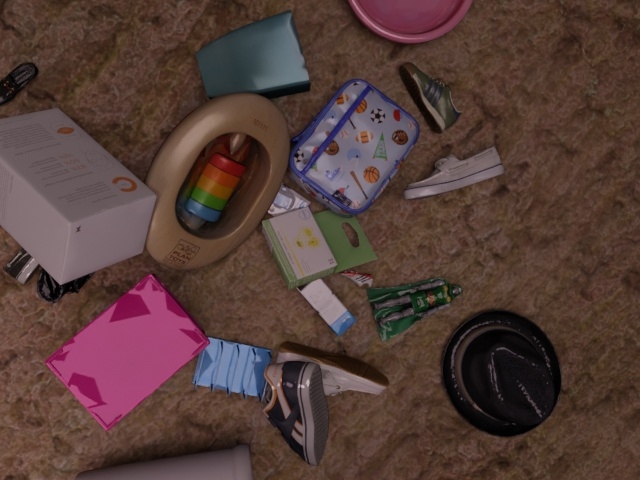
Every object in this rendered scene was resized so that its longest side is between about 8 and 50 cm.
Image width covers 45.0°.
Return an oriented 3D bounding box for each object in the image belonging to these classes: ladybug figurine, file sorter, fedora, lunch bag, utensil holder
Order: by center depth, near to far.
[{"bbox_3d":[-0.332,0.639,1.711,0.386,0.327,0.327,-5,93,-6],"label":"utensil holder"},{"bbox_3d":[-0.253,-0.137,1.734,0.305,0.162,0.449,28,99,-40],"label":"ladybug figurine"},{"bbox_3d":[-0.426,0.239,1.748,0.291,0.182,0.202,-40,96,-6],"label":"file sorter"},{"bbox_3d":[-0.206,0.307,1.822,0.170,0.104,0.118,13,91,-9],"label":"file sorter"},{"bbox_3d":[0.067,-0.215,1.824,0.243,0.115,0.303,38,80,-4],"label":"lunch bag"},{"bbox_3d":[0.469,0.338,1.898,0.334,0.152,0.334,0,92,-9],"label":"fedora"}]

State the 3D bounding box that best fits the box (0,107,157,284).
[{"bbox_3d":[-0.545,-0.102,1.609,0.345,0.215,0.168,39,128,22],"label":"box"}]

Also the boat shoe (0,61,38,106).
[{"bbox_3d":[-0.700,-0.356,1.753,0.133,0.042,0.049,-42,99,-3],"label":"boat shoe"}]

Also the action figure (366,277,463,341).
[{"bbox_3d":[0.244,0.151,1.906,0.232,0.063,0.137,-17,94,-10],"label":"action figure"}]

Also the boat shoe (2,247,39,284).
[{"bbox_3d":[-0.639,-0.004,1.759,0.070,0.078,0.219,37,89,-9],"label":"boat shoe"}]

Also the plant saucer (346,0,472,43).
[{"bbox_3d":[0.207,-0.634,1.852,0.332,0.084,0.332,0,92,-9],"label":"plant saucer"}]

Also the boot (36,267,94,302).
[{"bbox_3d":[-0.519,0.027,1.712,0.094,0.207,0.246,38,86,-8],"label":"boot"}]

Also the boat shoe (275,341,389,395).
[{"bbox_3d":[0.025,0.329,1.864,0.277,0.098,0.096,17,102,5],"label":"boat shoe"}]

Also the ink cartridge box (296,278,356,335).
[{"bbox_3d":[0.000,0.137,1.844,0.060,0.104,0.180,-41,98,-4],"label":"ink cartridge box"}]

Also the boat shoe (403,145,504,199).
[{"bbox_3d":[0.320,-0.167,1.885,0.268,0.096,0.088,-17,91,-8],"label":"boat shoe"}]

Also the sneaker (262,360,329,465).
[{"bbox_3d":[-0.056,0.399,1.813,0.128,0.126,0.321,6,127,16],"label":"sneaker"}]

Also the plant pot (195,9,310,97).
[{"bbox_3d":[-0.156,-0.403,1.773,0.234,0.166,0.165,-15,94,-1],"label":"plant pot"}]

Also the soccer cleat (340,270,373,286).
[{"bbox_3d":[0.089,0.095,1.895,0.083,0.029,0.035,9,87,-13],"label":"soccer cleat"}]

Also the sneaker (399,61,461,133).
[{"bbox_3d":[0.275,-0.362,1.888,0.086,0.064,0.192,-33,97,-13],"label":"sneaker"}]

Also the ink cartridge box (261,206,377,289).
[{"bbox_3d":[0.000,0.000,1.807,0.235,0.056,0.171,-19,66,-17],"label":"ink cartridge box"}]

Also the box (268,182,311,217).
[{"bbox_3d":[-0.089,-0.089,1.861,0.136,0.028,0.081,34,87,-7],"label":"box"}]
